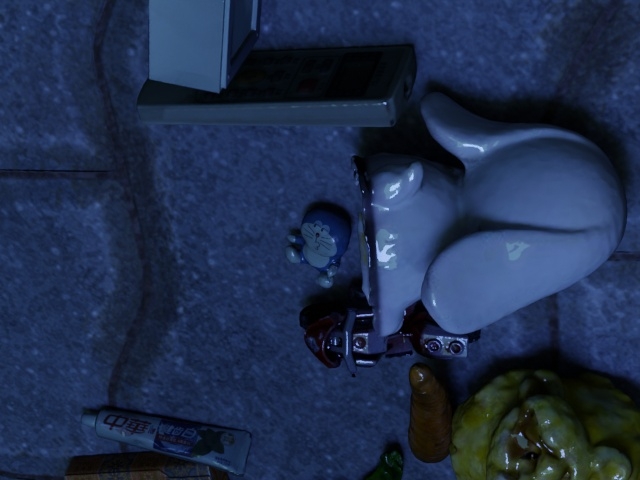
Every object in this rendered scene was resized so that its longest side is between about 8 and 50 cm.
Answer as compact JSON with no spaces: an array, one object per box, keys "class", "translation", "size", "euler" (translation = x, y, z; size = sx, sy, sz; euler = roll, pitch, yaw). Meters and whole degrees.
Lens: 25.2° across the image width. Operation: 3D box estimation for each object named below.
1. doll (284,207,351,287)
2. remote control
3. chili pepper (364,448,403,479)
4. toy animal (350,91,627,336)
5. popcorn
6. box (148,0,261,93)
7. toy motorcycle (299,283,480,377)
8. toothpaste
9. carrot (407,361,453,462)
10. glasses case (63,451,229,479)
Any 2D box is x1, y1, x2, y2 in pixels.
[{"class":"doll","translation":[0.000,0.000,1.621],"size":[0.076,0.050,0.083],"euler":[32,130,17]},{"class":"remote control","translation":[-0.048,-0.161,1.484],"size":[0.285,0.123,0.038],"euler":[3,125,18]},{"class":"chili pepper","translation":[0.047,0.321,1.822],"size":[0.182,0.050,0.073],"euler":[-33,102,30]},{"class":"toy animal","translation":[0.156,-0.037,1.461],"size":[0.289,0.249,0.174],"euler":[-25,157,-8]},{"class":"popcorn","translation":[0.253,0.245,1.616],"size":[0.226,0.203,0.200],"euler":[26,121,10]},{"class":"box","translation":[-0.110,-0.278,1.417],"size":[0.086,0.129,0.225],"euler":[12,126,8]},{"class":"toy motorcycle","translation":[0.073,0.103,1.625],"size":[0.213,0.122,0.082],"euler":[4,110,13]},{"class":"toothpaste","translation":[-0.203,0.254,1.856],"size":[0.233,0.060,0.038],"euler":[11,157,12]},{"class":"carrot","translation":[0.127,0.198,1.659],"size":[0.059,0.059,0.248],"euler":[9,152,11]},{"class":"glasses case","translation":[-0.232,0.326,1.910],"size":[0.218,0.049,0.075],"euler":[-7,121,21]}]
